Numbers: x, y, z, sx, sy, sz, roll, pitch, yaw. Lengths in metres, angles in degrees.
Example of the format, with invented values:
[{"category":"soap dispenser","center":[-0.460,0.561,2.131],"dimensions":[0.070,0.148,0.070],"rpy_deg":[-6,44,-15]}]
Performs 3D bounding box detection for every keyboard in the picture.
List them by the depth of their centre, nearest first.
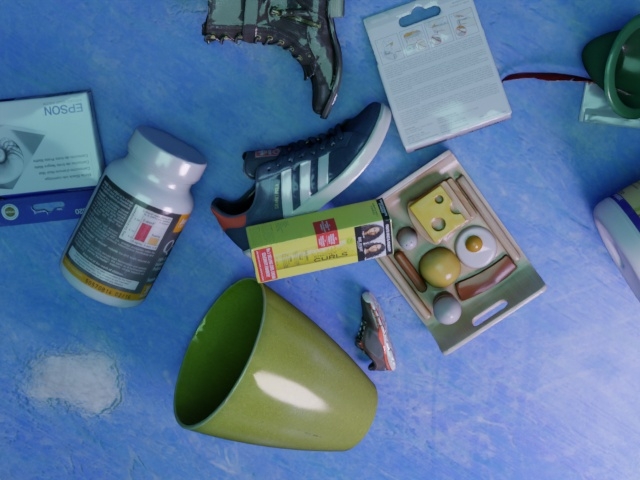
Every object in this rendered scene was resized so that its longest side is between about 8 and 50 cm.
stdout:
[{"category":"keyboard","center":[0.571,-0.223,1.715],"dimensions":[0.256,0.014,0.072],"rpy_deg":[6,101,-2]}]

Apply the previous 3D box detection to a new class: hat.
[{"category":"hat","center":[0.459,-0.305,1.688],"dimensions":[0.209,0.184,0.173],"rpy_deg":[11,99,-40]}]

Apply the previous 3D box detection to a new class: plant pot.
[{"category":"plant pot","center":[-0.056,0.249,1.736],"dimensions":[0.294,0.275,0.274],"rpy_deg":[30,104,-24]}]

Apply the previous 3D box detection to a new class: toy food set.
[{"category":"toy food set","center":[0.216,0.022,1.740],"dimensions":[0.220,0.092,0.306],"rpy_deg":[-35,103,9]}]

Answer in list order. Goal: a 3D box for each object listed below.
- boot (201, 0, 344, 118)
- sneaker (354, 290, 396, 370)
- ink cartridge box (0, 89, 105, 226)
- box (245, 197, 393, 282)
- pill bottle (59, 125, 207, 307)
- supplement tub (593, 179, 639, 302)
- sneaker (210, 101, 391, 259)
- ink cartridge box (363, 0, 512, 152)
[{"category":"boot","center":[-0.078,-0.331,1.640],"dimensions":[0.229,0.091,0.262],"rpy_deg":[1,102,-2]},{"category":"sneaker","center":[0.088,0.168,1.800],"dimensions":[0.065,0.061,0.157],"rpy_deg":[-14,105,10]},{"category":"ink cartridge box","center":[-0.483,-0.133,1.718],"dimensions":[0.223,0.045,0.223],"rpy_deg":[-7,106,1]},{"category":"box","center":[0.000,0.000,1.653],"dimensions":[0.232,0.058,0.087],"rpy_deg":[-11,134,-4]},{"category":"pill bottle","center":[-0.309,-0.040,1.685],"dimensions":[0.162,0.162,0.278],"rpy_deg":[28,104,-8]},{"category":"supplement tub","center":[0.647,-0.033,1.650],"dimensions":[0.331,0.241,0.241],"rpy_deg":[-30,104,8]},{"category":"sneaker","center":[-0.041,-0.125,1.677],"dimensions":[0.148,0.131,0.350],"rpy_deg":[43,102,-16]},{"category":"ink cartridge box","center":[0.195,-0.285,1.687],"dimensions":[0.189,0.066,0.232],"rpy_deg":[-18,84,5]}]
